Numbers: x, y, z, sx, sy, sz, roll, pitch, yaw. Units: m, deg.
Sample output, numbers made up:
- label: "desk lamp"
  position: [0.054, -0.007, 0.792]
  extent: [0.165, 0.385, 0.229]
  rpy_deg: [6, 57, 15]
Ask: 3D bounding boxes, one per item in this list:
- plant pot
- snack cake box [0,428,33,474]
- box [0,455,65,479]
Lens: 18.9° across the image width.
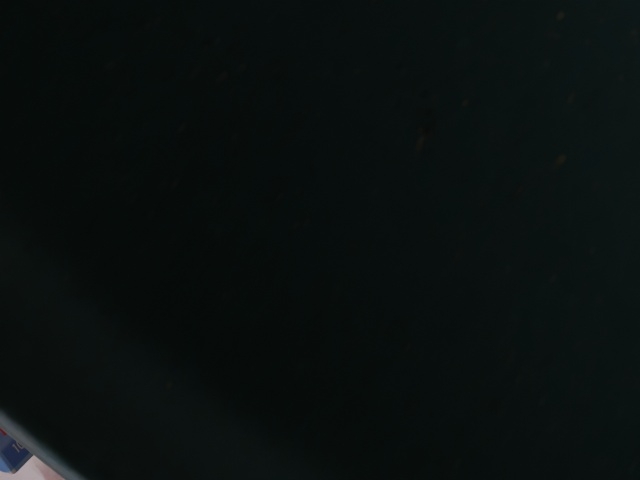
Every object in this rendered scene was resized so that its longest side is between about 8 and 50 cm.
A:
- label: "plant pot"
  position: [0.075, -0.051, 0.290]
  extent: [0.293, 0.196, 0.293]
  rpy_deg: [25, 152, 14]
- label: "snack cake box"
  position: [-0.116, -0.043, 0.882]
  extent: [0.089, 0.264, 0.152]
  rpy_deg: [7, 137, 49]
- label: "box"
  position: [-0.066, 0.189, 1.303]
  extent: [0.296, 0.294, 0.182]
  rpy_deg: [38, 162, 44]
